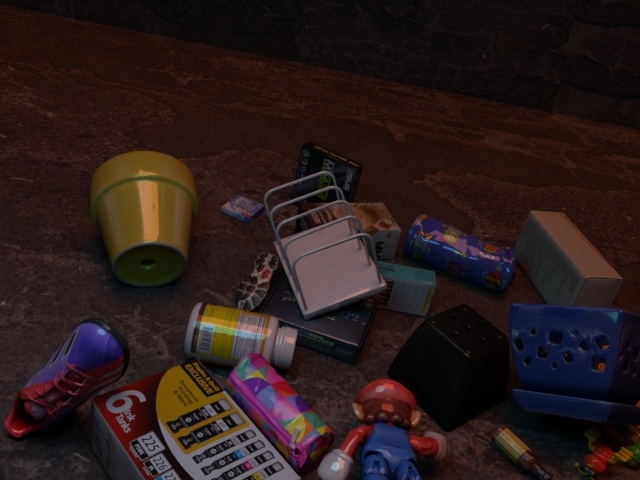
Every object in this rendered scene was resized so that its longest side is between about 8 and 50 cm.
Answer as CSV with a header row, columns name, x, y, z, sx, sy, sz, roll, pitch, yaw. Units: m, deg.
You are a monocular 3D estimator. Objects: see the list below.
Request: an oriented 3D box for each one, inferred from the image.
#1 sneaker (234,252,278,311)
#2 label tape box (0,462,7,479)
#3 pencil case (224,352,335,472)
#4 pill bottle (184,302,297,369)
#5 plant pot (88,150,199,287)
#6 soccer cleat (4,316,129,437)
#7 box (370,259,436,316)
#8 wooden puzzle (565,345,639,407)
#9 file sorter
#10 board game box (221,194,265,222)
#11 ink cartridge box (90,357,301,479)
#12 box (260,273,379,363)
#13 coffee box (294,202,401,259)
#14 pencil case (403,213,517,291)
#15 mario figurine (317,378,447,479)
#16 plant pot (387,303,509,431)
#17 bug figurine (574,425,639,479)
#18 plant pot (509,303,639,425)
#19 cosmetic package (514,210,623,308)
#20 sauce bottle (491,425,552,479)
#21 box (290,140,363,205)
name,x,y,z,sx,sy,sz,roll,pitch,yaw
sneaker,-0.141,0.108,1.561,0.068,0.071,0.170,19,49,15
label tape box,-0.544,0.416,0.913,0.240,0.106,0.333,-12,40,-33
pencil case,-0.076,0.310,1.221,0.104,0.105,0.236,-19,46,-39
pill bottle,-0.158,0.200,1.358,0.214,0.117,0.117,12,33,-1
plant pot,-0.400,-0.034,1.543,0.253,0.254,0.239,0,50,-19
soccer cleat,-0.410,0.230,1.082,0.109,0.318,0.116,47,40,-5
box,0.146,0.107,1.617,0.244,0.101,0.060,11,31,-3
wooden puzzle,0.674,0.317,1.530,0.220,0.044,0.238,-10,34,-30
file sorter,0.000,0.000,1.507,0.192,0.173,0.278,-20,39,-6
board game box,-0.215,-0.089,1.872,0.090,0.020,0.090,22,34,17
ink cartridge box,-0.185,0.351,1.108,0.271,0.130,0.309,-17,42,-39
box,-0.001,0.167,1.514,0.232,0.059,0.183,18,34,10
coffee box,0.070,-0.025,1.794,0.246,0.098,0.141,-2,35,-21
pencil case,0.377,0.030,1.790,0.306,0.119,0.133,22,58,15
mario figurine,0.115,0.382,1.164,0.198,0.170,0.320,46,18,-15
plant pot,0.280,0.243,1.393,0.187,0.167,0.188,-15,40,-36
bug figurine,0.637,0.455,1.273,0.216,0.072,0.279,-11,34,-41
plant pot,0.523,0.249,1.339,0.235,0.212,0.236,-4,-16,45
cosmetic package,0.644,0.067,1.788,0.113,0.160,0.309,2,35,-16
sauce bottle,0.385,0.412,1.286,0.042,0.042,0.128,-14,44,-35
box,0.015,-0.158,1.896,0.184,0.191,0.045,29,34,24
